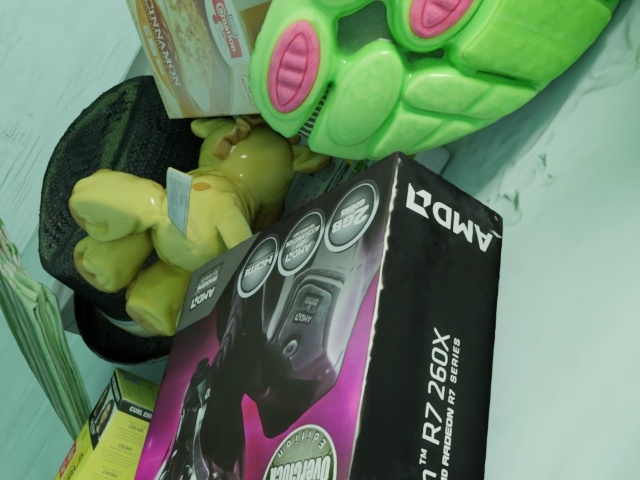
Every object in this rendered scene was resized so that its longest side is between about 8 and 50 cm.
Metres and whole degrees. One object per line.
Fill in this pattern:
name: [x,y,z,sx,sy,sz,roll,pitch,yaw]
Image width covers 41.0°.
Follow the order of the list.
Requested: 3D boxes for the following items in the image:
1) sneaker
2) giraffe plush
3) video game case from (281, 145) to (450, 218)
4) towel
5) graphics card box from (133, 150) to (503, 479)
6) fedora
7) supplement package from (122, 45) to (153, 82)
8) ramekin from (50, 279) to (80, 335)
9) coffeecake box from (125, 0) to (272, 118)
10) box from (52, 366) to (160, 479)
sneaker: [0.128,-0.252,0.570,0.483,0.185,0.202,-54,13,-3]
giraffe plush: [-0.090,-0.033,0.724,0.170,0.181,0.210,-52,1,-42]
video game case: [0.000,0.000,0.709,0.227,0.026,0.206,-58,23,6]
towel: [-0.340,0.097,1.014,0.038,0.248,0.325,-24,33,-25]
graphics card box: [-0.023,0.157,0.462,0.233,0.094,0.371,-28,41,48]
fedora: [-0.190,-0.047,0.887,0.334,0.152,0.334,-20,54,30]
supplement package: [-0.148,-0.254,1.151,0.203,0.149,0.194,-63,22,-2]
ramekin: [-0.266,0.037,1.126,0.207,0.109,0.207,-46,28,33]
coffeecake box: [-0.087,-0.183,0.730,0.068,0.142,0.185,-28,20,-29]
box: [-0.239,0.254,0.883,0.232,0.058,0.087,-60,23,4]
